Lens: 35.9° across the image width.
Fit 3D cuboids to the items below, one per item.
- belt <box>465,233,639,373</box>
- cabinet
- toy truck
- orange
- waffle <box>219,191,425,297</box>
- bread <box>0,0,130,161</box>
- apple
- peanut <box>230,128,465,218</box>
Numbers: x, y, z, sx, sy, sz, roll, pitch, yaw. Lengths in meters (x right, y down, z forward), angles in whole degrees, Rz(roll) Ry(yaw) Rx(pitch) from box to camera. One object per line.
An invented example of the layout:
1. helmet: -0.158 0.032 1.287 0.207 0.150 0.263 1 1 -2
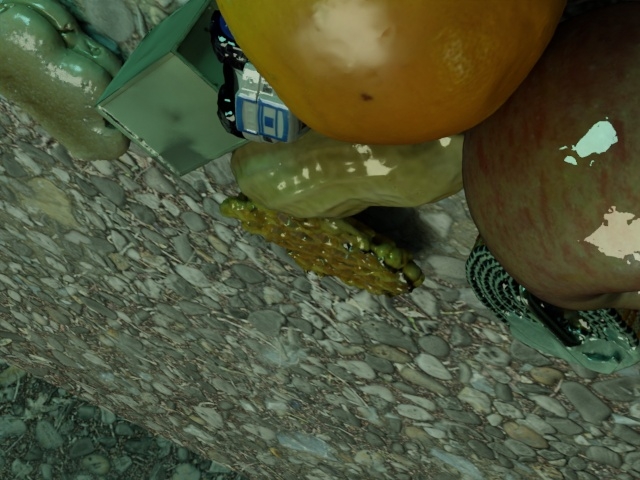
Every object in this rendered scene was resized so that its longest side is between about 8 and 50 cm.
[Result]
1. belt: 0.303 0.050 1.222 0.257 0.150 0.207 43 156 -22
2. cabinet: -0.144 -0.199 1.213 0.145 0.150 0.206 41 148 -22
3. toy truck: -0.010 -0.198 1.041 0.177 0.213 0.161 19 151 8
4. orange: 0.058 -0.235 0.835 0.312 0.312 0.312 21 150 13
5. waffle: 0.008 0.005 1.432 0.301 0.058 0.282 29 165 -20
6. bread: -0.383 -0.248 1.393 0.337 0.102 0.183 43 148 -25
7. apple: 0.296 -0.056 0.921 0.345 0.269 0.344 14 153 7
8. peanut: 0.035 -0.108 1.199 0.340 0.158 0.174 -7 117 42
